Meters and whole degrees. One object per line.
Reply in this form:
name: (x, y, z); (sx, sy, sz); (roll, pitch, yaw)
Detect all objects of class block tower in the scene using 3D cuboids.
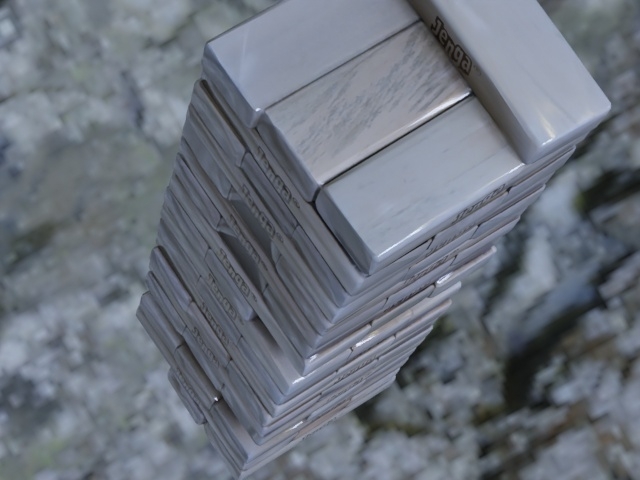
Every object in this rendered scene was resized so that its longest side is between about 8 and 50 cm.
block tower: (0.000, 0.000, 0.711); (0.097, 0.091, 0.335); (-31, 169, -20)
